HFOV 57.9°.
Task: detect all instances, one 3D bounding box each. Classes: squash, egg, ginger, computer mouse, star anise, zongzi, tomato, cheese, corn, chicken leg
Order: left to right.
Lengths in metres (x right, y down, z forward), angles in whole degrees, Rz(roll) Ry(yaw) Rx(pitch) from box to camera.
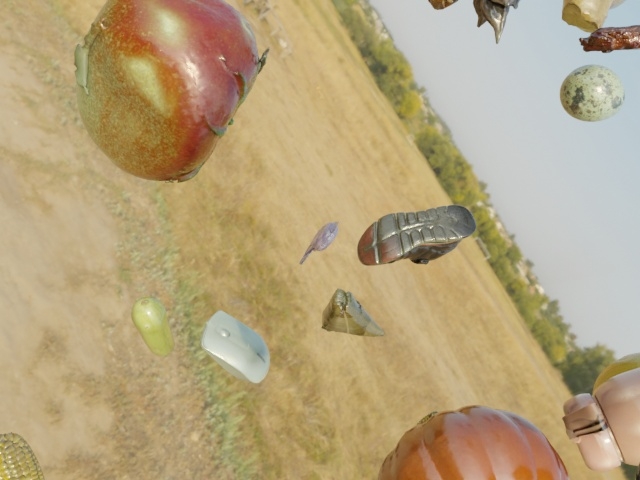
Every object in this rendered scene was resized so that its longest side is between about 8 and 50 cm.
[{"bbox_3d":[-0.509,0.472,1.003,0.291,0.101,0.101,64,16,8],"label":"corn"},{"bbox_3d":[-0.408,0.219,1.430,0.250,0.083,0.083,93,-21,-56],"label":"squash"},{"bbox_3d":[-0.235,-0.251,0.892,0.239,0.303,0.303,31,22,-12],"label":"tomato"},{"bbox_3d":[-0.217,0.286,1.543,0.231,0.079,0.127,46,44,-27],"label":"computer mouse"},{"bbox_3d":[0.000,0.000,1.710,0.042,0.191,0.105,38,51,-11],"label":"cheese"},{"bbox_3d":[0.098,0.190,1.453,0.160,0.176,0.078,111,-6,-62],"label":"zongzi"},{"bbox_3d":[0.314,-0.459,1.046,0.204,0.061,0.180,-100,-177,-58],"label":"star anise"},{"bbox_3d":[0.630,-0.578,1.338,0.138,0.267,0.152,19,-39,37],"label":"ginger"},{"bbox_3d":[0.660,-0.352,1.399,0.172,0.132,0.132,14,39,-28],"label":"egg"},{"bbox_3d":[0.640,-0.411,1.180,0.089,0.219,0.048,-63,151,-77],"label":"chicken leg"}]

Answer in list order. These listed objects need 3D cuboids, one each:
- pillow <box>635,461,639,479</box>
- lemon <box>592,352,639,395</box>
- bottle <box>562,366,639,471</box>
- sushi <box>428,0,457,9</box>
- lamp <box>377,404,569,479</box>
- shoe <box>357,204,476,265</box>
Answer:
[{"bbox_3d":[0.414,0.204,0.491,0.335,0.162,0.092,16,74,-29],"label":"pillow"},{"bbox_3d":[0.735,0.369,1.300,0.236,0.236,0.263,-93,179,-60],"label":"lemon"},{"bbox_3d":[0.599,0.312,1.054,0.206,0.297,0.173,45,28,-53],"label":"bottle"},{"bbox_3d":[0.254,-0.494,1.142,0.052,0.120,0.055,54,-29,-16],"label":"sushi"},{"bbox_3d":[0.172,0.292,0.666,0.223,0.223,0.196,48,12,-34],"label":"lamp"},{"bbox_3d":[0.228,-0.003,1.416,0.137,0.291,0.114,84,-7,-67],"label":"shoe"}]
